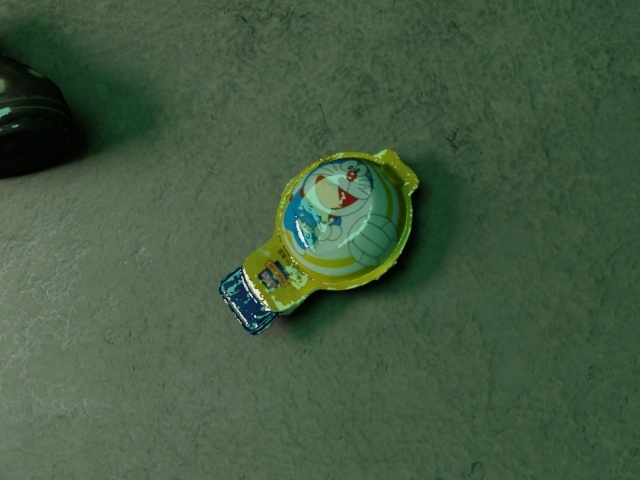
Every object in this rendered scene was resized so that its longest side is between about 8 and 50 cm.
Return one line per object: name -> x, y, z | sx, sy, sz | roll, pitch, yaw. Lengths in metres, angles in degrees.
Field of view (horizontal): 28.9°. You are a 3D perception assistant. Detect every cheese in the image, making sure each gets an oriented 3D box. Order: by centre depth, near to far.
cheese -> 0.000, 0.000, 1.462 | 0.270, 0.069, 0.177 | -41, 63, 5

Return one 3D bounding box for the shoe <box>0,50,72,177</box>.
shoe -> -0.498, -0.208, 1.679 | 0.384, 0.171, 0.237 | -7, 74, 28
